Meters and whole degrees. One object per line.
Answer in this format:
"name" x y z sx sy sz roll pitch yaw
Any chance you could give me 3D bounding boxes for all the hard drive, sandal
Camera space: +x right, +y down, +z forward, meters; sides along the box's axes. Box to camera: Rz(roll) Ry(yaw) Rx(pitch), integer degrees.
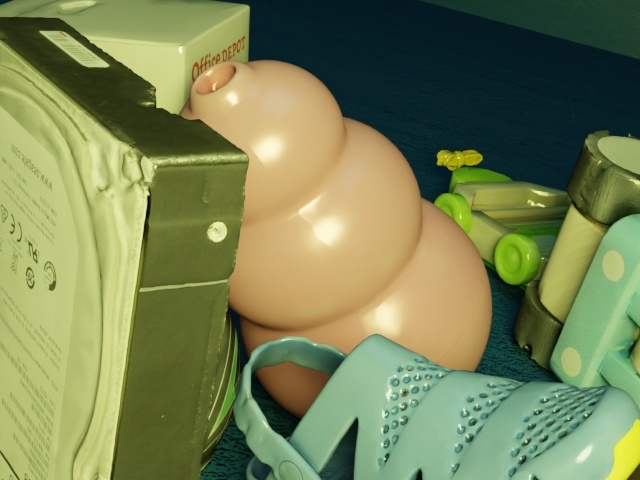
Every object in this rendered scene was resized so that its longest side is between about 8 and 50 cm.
"hard drive" -0.146 0.067 0.729 0.064 0.339 0.237 -7 29 -34
"sandal" 0.050 0.121 0.796 0.317 0.138 0.126 -13 13 41

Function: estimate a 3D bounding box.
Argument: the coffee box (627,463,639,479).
"coffee box" 0.162 0.255 0.659 0.168 0.119 0.297 40 29 10

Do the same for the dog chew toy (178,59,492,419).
"dog chew toy" 0.000 0.000 0.985 0.206 0.332 0.207 -20 38 17

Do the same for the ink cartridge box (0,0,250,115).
"ink cartridge box" -0.180 -0.062 1.084 0.197 0.270 0.198 7 21 11

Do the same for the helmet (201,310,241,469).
"helmet" -0.134 0.098 0.921 0.169 0.169 0.161 11 5 -3

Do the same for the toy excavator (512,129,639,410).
"toy excavator" 0.341 0.107 1.096 0.433 0.222 0.445 -5 36 -33

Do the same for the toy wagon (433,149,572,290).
"toy wagon" 0.259 -0.020 1.514 0.267 0.068 0.344 -3 25 -34
